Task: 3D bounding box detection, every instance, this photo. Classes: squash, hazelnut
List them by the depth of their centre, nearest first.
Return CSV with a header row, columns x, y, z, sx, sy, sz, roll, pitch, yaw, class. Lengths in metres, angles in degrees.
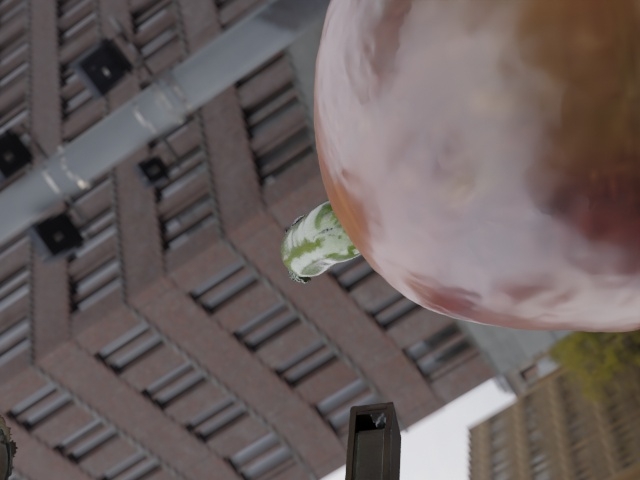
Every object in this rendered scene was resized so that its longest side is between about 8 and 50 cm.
x,y,z,sx,sy,sz,roll,pitch,yaw,class
0.167,-0.106,0.773,0.372,0.372,0.315,28,-141,-63,hazelnut
0.000,0.000,1.002,0.052,0.052,0.183,57,162,-1,squash

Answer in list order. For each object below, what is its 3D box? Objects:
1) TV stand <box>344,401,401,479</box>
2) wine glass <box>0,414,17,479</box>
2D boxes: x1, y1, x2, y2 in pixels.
x,y,z,sx,sy,sz,roll,pitch,yaw,class
0.042,0.242,1.046,0.256,0.040,0.049,-83,-18,-53,TV stand
-0.438,0.305,1.290,0.190,0.357,0.190,15,-133,-17,wine glass
